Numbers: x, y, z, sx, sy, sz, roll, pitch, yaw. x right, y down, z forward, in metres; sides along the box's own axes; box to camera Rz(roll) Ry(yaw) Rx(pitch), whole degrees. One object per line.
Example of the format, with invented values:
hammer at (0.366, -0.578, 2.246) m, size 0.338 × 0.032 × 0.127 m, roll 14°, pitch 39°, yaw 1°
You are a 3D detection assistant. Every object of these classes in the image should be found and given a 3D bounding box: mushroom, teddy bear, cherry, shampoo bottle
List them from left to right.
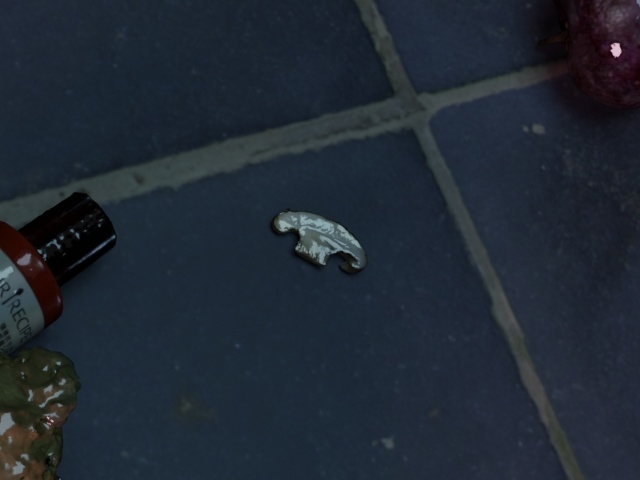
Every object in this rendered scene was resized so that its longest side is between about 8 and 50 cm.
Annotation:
teddy bear at (-0.263, 0.204, 1.004) m, size 0.267 × 0.156 × 0.256 m, roll -7°, pitch 85°, yaw -2°
shampoo bottle at (-0.291, 0.055, 1.126) m, size 0.278 × 0.104 × 0.104 m, roll -39°, pitch 86°, yaw -28°
mushroom at (0.000, 0.000, 1.304) m, size 0.101 × 0.019 × 0.049 m, roll 30°, pitch 62°, yaw -5°
cherry at (0.339, -0.240, 1.435) m, size 0.195 × 0.195 × 0.195 m, roll 7°, pitch 68°, yaw -18°
